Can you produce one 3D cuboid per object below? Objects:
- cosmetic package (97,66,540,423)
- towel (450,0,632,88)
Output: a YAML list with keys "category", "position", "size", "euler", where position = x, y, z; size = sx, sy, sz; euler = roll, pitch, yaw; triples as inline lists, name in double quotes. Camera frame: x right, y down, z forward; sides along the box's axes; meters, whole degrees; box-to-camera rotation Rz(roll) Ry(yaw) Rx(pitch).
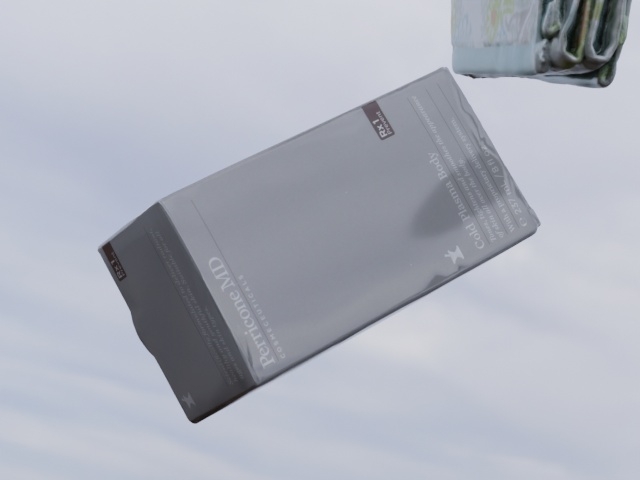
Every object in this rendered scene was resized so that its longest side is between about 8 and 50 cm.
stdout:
- category: "cosmetic package"
  position: [0.000, 0.000, 1.137]
  size: [0.238, 0.127, 0.107]
  euler: [-29, -2, -36]
- category: "towel"
  position: [0.194, -0.298, 1.653]
  size: [0.090, 0.320, 0.374]
  euler: [2, 5, -11]
